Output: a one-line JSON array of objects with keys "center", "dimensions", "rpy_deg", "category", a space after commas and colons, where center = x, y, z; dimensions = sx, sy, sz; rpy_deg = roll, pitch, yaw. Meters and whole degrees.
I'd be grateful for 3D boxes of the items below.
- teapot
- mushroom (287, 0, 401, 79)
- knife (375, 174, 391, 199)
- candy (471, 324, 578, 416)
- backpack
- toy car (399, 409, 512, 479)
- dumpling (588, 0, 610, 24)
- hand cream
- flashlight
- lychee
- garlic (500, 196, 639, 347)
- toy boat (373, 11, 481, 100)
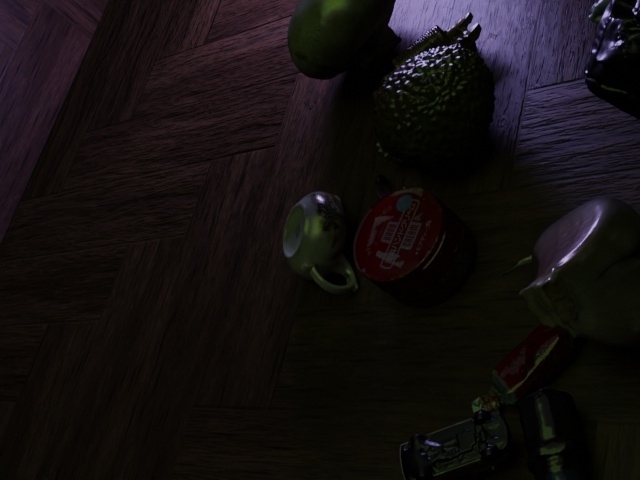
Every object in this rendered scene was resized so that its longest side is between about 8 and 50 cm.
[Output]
[{"center": [0.000, 0.000, 2.064], "dimensions": [0.204, 0.139, 0.298], "rpy_deg": [-51, 35, 44], "category": "teapot"}, {"center": [0.068, -0.547, 2.280], "dimensions": [0.352, 0.260, 0.352], "rpy_deg": [-49, -1, -1], "category": "mushroom"}, {"center": [0.139, -0.117, 2.016], "dimensions": [0.247, 0.035, 0.018], "rpy_deg": [-78, 10, -74], "category": "knife"}, {"center": [0.382, 0.217, 1.610], "dimensions": [0.292, 0.059, 0.086], "rpy_deg": [-45, 40, 5], "category": "candy"}, {"center": [0.689, -0.279, 1.507], "dimensions": [0.446, 0.363, 0.255], "rpy_deg": [33, 109, 38], "category": "backpack"}, {"center": [0.248, 0.378, 1.583], "dimensions": [0.210, 0.108, 0.089], "rpy_deg": [-26, 44, 20], "category": "toy car"}, {"center": [0.661, -0.509, 1.852], "dimensions": [0.217, 0.105, 0.149], "rpy_deg": [0, 68, 47], "category": "dumpling"}, {"center": [0.194, 0.016, 1.863], "dimensions": [0.230, 0.149, 0.230], "rpy_deg": [-21, 51, 29], "category": "hand cream"}, {"center": [0.397, 0.437, 1.416], "dimensions": [0.103, 0.103, 0.424], "rpy_deg": [-26, 48, 26], "category": "flashlight"}, {"center": [0.242, -0.277, 1.953], "dimensions": [0.270, 0.270, 0.320], "rpy_deg": [-124, 37, -48], "category": "lychee"}, {"center": [0.477, 0.068, 1.550], "dimensions": [0.246, 0.231, 0.340], "rpy_deg": [-44, 1, 7], "category": "garlic"}, {"center": [0.251, -0.428, 2.161], "dimensions": [0.310, 0.115, 0.089], "rpy_deg": [-33, 44, 21], "category": "toy boat"}]
